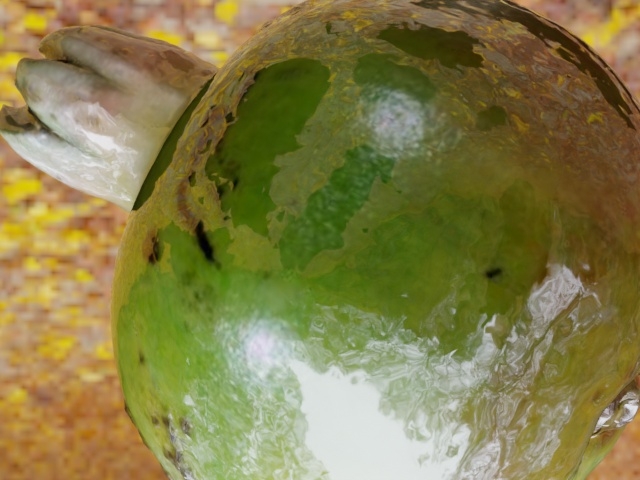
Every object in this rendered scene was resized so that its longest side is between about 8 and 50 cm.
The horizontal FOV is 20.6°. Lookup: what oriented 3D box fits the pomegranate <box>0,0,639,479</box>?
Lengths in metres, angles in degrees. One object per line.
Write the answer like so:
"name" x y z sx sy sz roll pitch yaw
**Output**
"pomegranate" 0.000 0.000 0.523 0.209 0.180 0.180 26 172 12
